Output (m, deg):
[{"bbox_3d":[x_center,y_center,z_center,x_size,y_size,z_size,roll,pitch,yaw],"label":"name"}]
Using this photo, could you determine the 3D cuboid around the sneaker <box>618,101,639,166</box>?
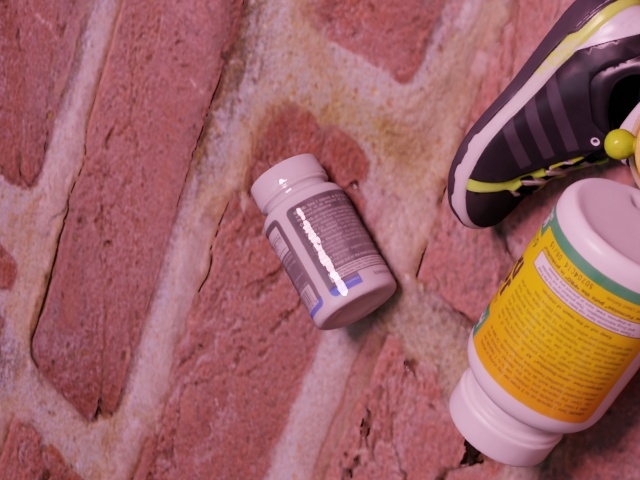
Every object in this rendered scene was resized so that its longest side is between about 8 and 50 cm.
[{"bbox_3d":[0.300,-0.078,1.098,0.217,0.079,0.121,-40,70,33],"label":"sneaker"}]

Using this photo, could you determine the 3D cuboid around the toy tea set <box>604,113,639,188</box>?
[{"bbox_3d":[0.340,-0.078,0.971,0.336,0.124,0.200,14,97,16],"label":"toy tea set"}]

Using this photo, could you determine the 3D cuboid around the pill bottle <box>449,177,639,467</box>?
[{"bbox_3d":[0.180,0.066,1.222,0.117,0.117,0.208,48,128,26],"label":"pill bottle"}]

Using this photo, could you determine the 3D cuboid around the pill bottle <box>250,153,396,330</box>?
[{"bbox_3d":[0.000,0.000,1.409,0.078,0.078,0.137,-43,68,40],"label":"pill bottle"}]

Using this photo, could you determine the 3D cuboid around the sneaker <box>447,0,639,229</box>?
[{"bbox_3d":[0.179,-0.078,1.219,0.097,0.084,0.235,49,128,23],"label":"sneaker"}]
